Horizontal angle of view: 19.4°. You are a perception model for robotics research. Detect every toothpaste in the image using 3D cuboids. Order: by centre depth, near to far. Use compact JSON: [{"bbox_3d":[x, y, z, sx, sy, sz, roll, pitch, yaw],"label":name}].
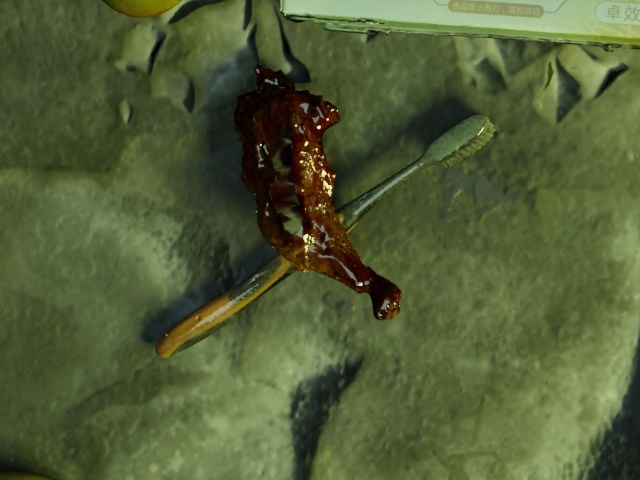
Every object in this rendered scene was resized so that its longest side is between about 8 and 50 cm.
[{"bbox_3d":[0.130,-0.190,1.368,0.313,0.071,0.089,5,94,11],"label":"toothpaste"}]

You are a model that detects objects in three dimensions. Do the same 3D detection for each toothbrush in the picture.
[{"bbox_3d":[-0.001,-0.001,1.433,0.321,0.031,0.023,-34,62,12],"label":"toothbrush"}]

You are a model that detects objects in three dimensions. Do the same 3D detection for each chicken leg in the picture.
[{"bbox_3d":[-0.010,-0.033,1.399,0.089,0.048,0.219,-24,74,22],"label":"chicken leg"}]

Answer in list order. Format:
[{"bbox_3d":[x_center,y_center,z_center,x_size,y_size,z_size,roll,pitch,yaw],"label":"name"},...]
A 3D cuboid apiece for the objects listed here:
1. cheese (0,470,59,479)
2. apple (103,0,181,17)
[{"bbox_3d":[-0.258,0.294,1.479,0.214,0.117,0.226,-19,98,18],"label":"cheese"},{"bbox_3d":[-0.135,-0.213,1.411,0.089,0.074,0.089,-4,81,25],"label":"apple"}]
